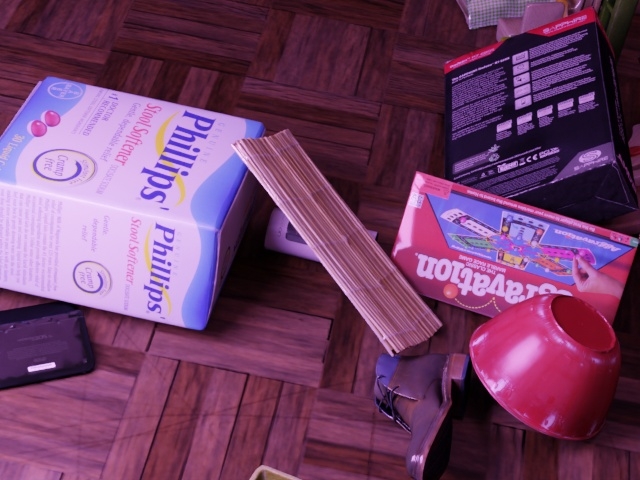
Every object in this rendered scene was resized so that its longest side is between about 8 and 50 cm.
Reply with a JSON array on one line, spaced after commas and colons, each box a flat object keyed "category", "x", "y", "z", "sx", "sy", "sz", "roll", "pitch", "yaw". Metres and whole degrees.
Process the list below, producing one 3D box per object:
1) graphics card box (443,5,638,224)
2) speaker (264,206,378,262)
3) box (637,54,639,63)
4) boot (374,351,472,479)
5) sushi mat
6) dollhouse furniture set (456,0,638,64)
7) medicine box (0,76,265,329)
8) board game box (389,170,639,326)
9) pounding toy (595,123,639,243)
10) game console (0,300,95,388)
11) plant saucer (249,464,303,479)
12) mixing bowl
[{"category": "graphics card box", "x": 0.283, "y": -0.144, "z": 2.074, "sx": 0.232, "sy": 0.094, "sz": 0.371, "roll": -19, "pitch": 34, "yaw": 18}, {"category": "speaker", "x": 0.000, "y": 0.000, "z": 1.952, "sx": 0.136, "sy": 0.055, "sz": 0.055, "roll": 14, "pitch": 39, "yaw": 6}, {"category": "box", "x": 0.572, "y": -0.212, "z": 2.130, "sx": 0.167, "sy": 0.168, "sz": 0.203, "roll": -28, "pitch": 13, "yaw": -11}, {"category": "boot", "x": 0.097, "y": 0.192, "z": 1.728, "sx": 0.106, "sy": 0.082, "sz": 0.219, "roll": 7, "pitch": 28, "yaw": 14}, {"category": "sushi mat", "x": 0.021, "y": -0.002, "z": 1.848, "sx": 0.316, "sy": 0.019, "sz": 0.151, "roll": 52, "pitch": 23, "yaw": 10}, {"category": "dollhouse furniture set", "x": 0.331, "y": -0.398, "z": 2.428, "sx": 0.197, "sy": 0.151, "sz": 0.301, "roll": -4, "pitch": 40, "yaw": -16}, {"category": "medicine box", "x": -0.236, "y": -0.050, "z": 1.872, "sx": 0.289, "sy": 0.149, "sz": 0.263, "roll": 12, "pitch": 33, "yaw": 4}, {"category": "board game box", "x": 0.229, "y": 0.025, "z": 1.907, "sx": 0.281, "sy": 0.145, "sz": 0.027, "roll": 17, "pitch": 4, "yaw": 10}, {"category": "pounding toy", "x": 0.429, "y": -0.042, "z": 2.079, "sx": 0.154, "sy": 0.155, "sz": 0.269, "roll": -8, "pitch": 22, "yaw": 25}, {"category": "game console", "x": -0.329, "y": 0.116, "z": 1.777, "sx": 0.122, "sy": 0.071, "sz": 0.107, "roll": -10, "pitch": 73, "yaw": -21}, {"category": "plant saucer", "x": -0.014, "y": 0.329, "z": 1.552, "sx": 0.188, "sy": 0.045, "sz": 0.188, "roll": 19, "pitch": 40, "yaw": 13}, {"category": "mixing bowl", "x": 0.270, "y": 0.126, "z": 1.773, "sx": 0.181, "sy": 0.098, "sz": 0.181, "roll": 22, "pitch": 35, "yaw": -16}]
